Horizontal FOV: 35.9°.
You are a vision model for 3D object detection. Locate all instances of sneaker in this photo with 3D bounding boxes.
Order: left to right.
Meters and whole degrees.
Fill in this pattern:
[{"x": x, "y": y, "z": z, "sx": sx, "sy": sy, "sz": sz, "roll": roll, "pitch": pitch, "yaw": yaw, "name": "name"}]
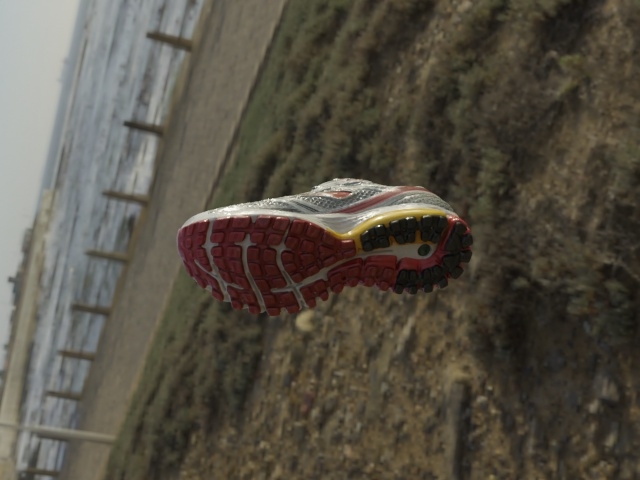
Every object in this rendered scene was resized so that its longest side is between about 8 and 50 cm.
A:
[{"x": 0.000, "y": 0.000, "z": 0.781, "sx": 0.093, "sy": 0.225, "sz": 0.088, "roll": -107, "pitch": 18, "yaw": -60, "name": "sneaker"}]
